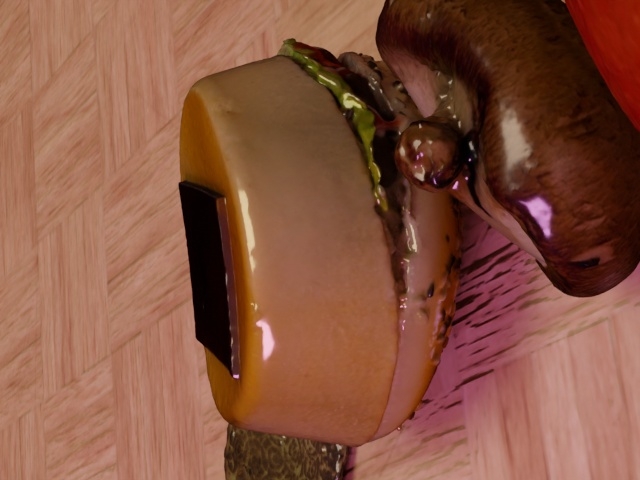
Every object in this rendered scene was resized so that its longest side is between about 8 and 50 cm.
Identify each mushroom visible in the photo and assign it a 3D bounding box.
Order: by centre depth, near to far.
[{"bbox_3d":[0.131,-0.076,0.890,0.138,0.194,0.231,-44,59,18],"label":"mushroom"}]

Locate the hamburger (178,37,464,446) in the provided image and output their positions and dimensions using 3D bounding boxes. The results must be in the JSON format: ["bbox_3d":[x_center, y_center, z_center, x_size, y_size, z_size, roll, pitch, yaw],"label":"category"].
[{"bbox_3d":[0.000,0.000,1.063,0.300,0.176,0.300,174,90,-75],"label":"hamburger"}]

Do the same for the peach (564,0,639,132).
[{"bbox_3d":[0.248,-0.150,0.521,0.388,0.388,0.388,-17,70,57],"label":"peach"}]

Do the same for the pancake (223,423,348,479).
[{"bbox_3d":[-0.031,0.177,1.248,0.199,0.021,0.199,-16,71,57],"label":"pancake"}]
